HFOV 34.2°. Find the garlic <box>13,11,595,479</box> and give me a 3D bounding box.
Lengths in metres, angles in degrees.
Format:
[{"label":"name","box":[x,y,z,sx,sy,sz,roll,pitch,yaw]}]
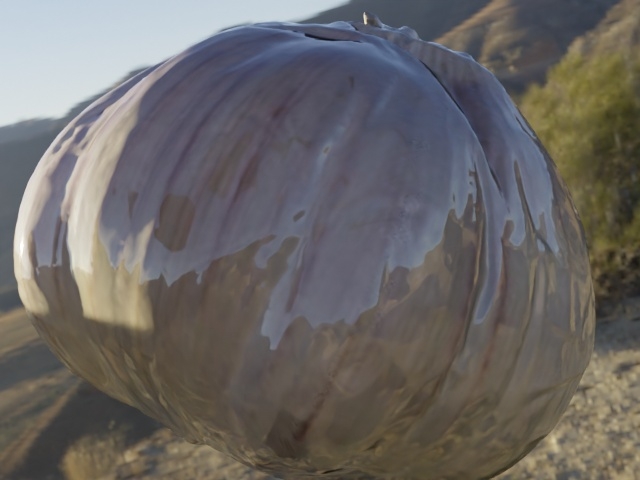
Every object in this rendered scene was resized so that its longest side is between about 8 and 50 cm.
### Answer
[{"label":"garlic","box":[0.000,0.000,0.587,0.317,0.259,0.317,26,0,0]}]
